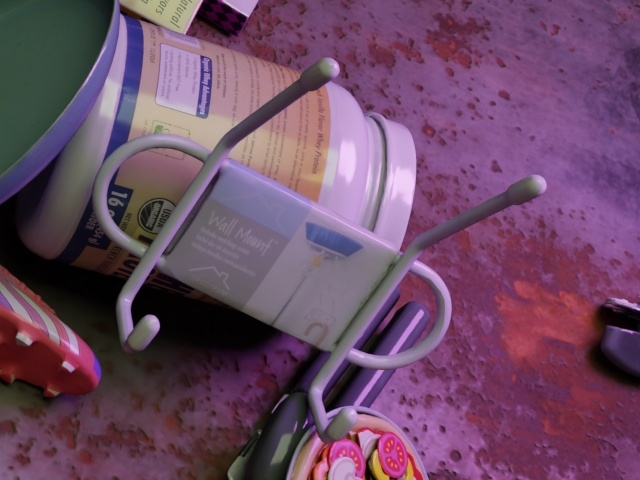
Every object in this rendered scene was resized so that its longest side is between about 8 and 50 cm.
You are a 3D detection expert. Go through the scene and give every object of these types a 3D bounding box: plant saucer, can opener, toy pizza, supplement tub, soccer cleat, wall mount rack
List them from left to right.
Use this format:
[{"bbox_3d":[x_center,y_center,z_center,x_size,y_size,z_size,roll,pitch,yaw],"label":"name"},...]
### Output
[{"bbox_3d":[-0.289,-0.115,1.553,0.044,0.317,0.318,49,41,-37],"label":"plant saucer"},{"bbox_3d":[-0.289,0.045,1.598,0.248,0.083,0.095,30,49,-4],"label":"soccer cleat"},{"bbox_3d":[-0.095,-0.059,1.670,0.316,0.228,0.228,16,54,-18],"label":"supplement tub"},{"bbox_3d":[0.000,0.000,1.513,0.350,0.304,0.130,27,20,-23],"label":"wall mount rack"},{"bbox_3d":[0.017,0.138,1.689,0.076,0.095,0.283,39,57,-2],"label":"can opener"},{"bbox_3d":[0.043,0.245,1.624,0.201,0.032,0.201,14,71,-45],"label":"toy pizza"},{"bbox_3d":[0.416,0.120,1.945,0.280,0.074,0.093,17,88,-16],"label":"can opener"}]

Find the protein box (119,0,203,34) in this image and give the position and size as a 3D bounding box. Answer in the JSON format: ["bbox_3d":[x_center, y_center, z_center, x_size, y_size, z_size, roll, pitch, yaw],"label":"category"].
[{"bbox_3d":[-0.191,-0.304,1.796,0.201,0.136,0.200,28,72,-8],"label":"protein box"}]

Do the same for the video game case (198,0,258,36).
[{"bbox_3d":[-0.143,-0.348,1.950,0.232,0.042,0.210,32,49,-7],"label":"video game case"}]
